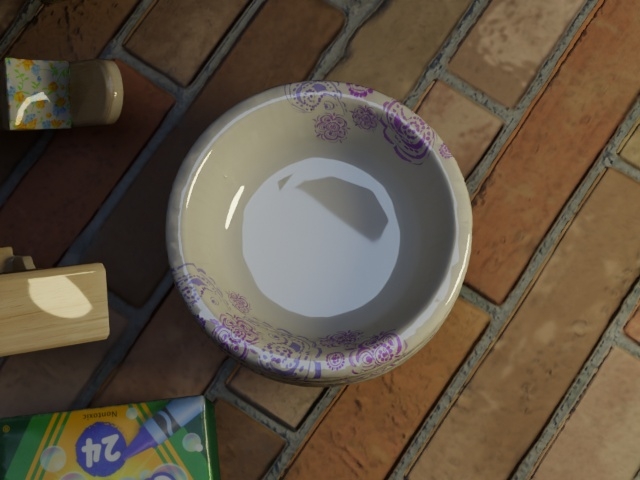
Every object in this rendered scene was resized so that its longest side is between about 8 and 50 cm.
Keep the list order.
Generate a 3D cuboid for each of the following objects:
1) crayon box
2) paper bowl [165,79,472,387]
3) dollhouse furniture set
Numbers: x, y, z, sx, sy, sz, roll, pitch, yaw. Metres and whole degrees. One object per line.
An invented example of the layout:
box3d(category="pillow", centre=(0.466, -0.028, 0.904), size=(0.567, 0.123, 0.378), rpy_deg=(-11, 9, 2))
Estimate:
box3d(category="crayon box", centre=(-0.189, 0.319, 1.153), size=(0.203, 0.083, 0.323), rpy_deg=(-7, 78, 1))
box3d(category="paper bowl", centre=(0.000, 0.000, 1.184), size=(0.284, 0.148, 0.284), rpy_deg=(-1, 78, 3))
box3d(category="dollhouse furniture set", centre=(-0.337, -0.106, 1.089), size=(0.362, 0.256, 0.394), rpy_deg=(-7, 97, -38))
